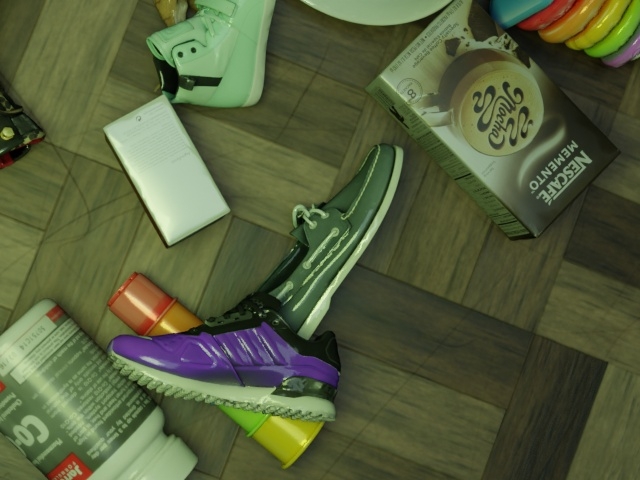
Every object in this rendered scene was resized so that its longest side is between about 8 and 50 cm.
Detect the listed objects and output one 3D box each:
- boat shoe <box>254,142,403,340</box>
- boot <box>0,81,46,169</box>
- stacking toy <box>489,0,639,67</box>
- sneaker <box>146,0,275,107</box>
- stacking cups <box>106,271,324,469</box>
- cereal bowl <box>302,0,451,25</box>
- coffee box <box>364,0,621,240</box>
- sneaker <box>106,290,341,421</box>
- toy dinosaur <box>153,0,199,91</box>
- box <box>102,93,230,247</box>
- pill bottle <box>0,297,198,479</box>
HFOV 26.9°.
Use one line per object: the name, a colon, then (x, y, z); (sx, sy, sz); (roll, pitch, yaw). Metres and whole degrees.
boat shoe: (0.000, 0.000, 1.745); (0.099, 0.116, 0.319); (31, 90, -9)
boot: (-0.436, -0.241, 1.684); (0.377, 0.138, 0.284); (-31, 91, -4)
stacking toy: (0.394, -0.301, 1.801); (0.302, 0.166, 0.175); (30, 71, -17)
sneaker: (-0.143, -0.292, 1.696); (0.151, 0.094, 0.256); (-8, 109, -37)
stacking cups: (-0.142, 0.167, 1.732); (0.316, 0.096, 0.096); (37, 84, -3)
cereal bowl: (0.065, -0.448, 1.692); (0.339, 0.339, 0.141); (37, 48, -5)
coffee box: (0.227, -0.160, 1.776); (0.297, 0.119, 0.168); (45, 83, -4)
sneaker: (-0.113, 0.130, 1.656); (0.293, 0.102, 0.146); (13, 77, -11)
toy dinosaur: (-0.192, -0.309, 1.766); (0.112, 0.064, 0.211); (-21, 81, 10)
box: (-0.198, -0.085, 1.713); (0.091, 0.130, 0.170); (-29, 91, -8)
pill bottle: (-0.300, 0.224, 1.673); (0.161, 0.161, 0.283); (-45, 93, -7)
